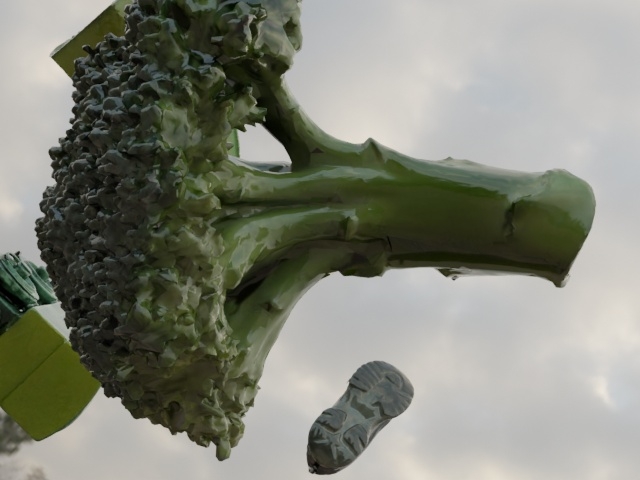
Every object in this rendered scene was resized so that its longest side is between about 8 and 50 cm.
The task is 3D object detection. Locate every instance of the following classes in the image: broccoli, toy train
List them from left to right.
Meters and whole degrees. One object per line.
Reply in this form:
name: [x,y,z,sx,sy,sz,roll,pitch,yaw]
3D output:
toy train: [-0.389,0.131,1.291,0.237,0.150,0.369,46,-7,-4]
broccoli: [-0.023,0.016,0.743,0.397,0.274,0.353,21,-39,-32]

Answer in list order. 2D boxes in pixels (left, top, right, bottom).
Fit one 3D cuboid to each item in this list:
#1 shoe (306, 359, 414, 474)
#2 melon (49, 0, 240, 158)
shoe: [0.036,0.212,1.101,0.071,0.169,0.099,41,-40,12]
melon: [-0.204,-0.161,1.240,0.196,0.124,0.323,-32,-85,31]
